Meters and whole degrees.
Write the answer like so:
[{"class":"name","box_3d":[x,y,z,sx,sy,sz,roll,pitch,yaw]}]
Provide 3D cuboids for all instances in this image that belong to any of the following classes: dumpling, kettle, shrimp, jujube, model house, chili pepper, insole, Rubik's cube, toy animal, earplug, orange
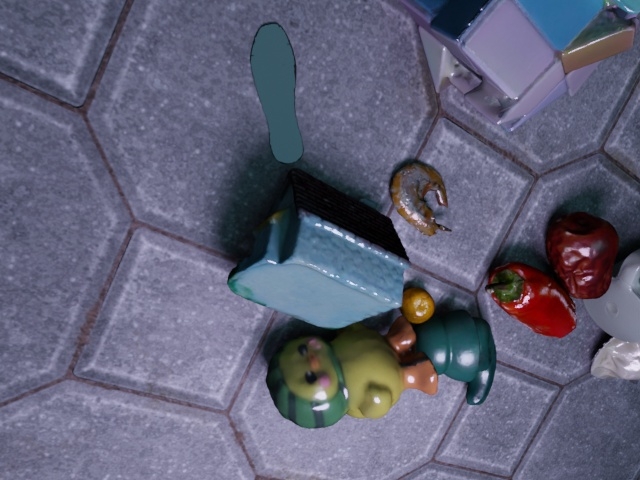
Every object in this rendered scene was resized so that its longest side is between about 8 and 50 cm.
[{"class":"dumpling","box_3d":[0.872,0.338,1.226,0.172,0.142,0.247,-1,128,-1]},{"class":"kettle","box_3d":[0.906,0.107,1.112,0.317,0.265,0.205,-22,70,-9]},{"class":"shrimp","box_3d":[0.233,-0.088,0.930,0.132,0.051,0.187,-41,110,-4]},{"class":"jujube","box_3d":[0.652,0.043,1.057,0.155,0.155,0.230,-22,115,-12]},{"class":"model house","box_3d":[0.000,0.000,0.819,0.280,0.230,0.249,27,54,-26]},{"class":"chili pepper","box_3d":[0.480,0.119,1.023,0.338,0.134,0.131,29,81,-27]},{"class":"insole","box_3d":[-0.080,-0.271,0.800,0.086,0.005,0.253,-12,107,-14]},{"class":"Rubik's cube","box_3d":[0.351,-0.409,0.740,0.387,0.358,0.368,-47,154,25]},{"class":"toy animal","box_3d":[0.055,0.290,0.900,0.338,0.216,0.191,-9,134,-14]},{"class":"earplug","box_3d":[0.328,0.276,1.031,0.280,0.164,0.257,7,139,-9]},{"class":"orange","box_3d":[0.223,0.151,0.981,0.083,0.070,0.083,0,85,-5]}]
